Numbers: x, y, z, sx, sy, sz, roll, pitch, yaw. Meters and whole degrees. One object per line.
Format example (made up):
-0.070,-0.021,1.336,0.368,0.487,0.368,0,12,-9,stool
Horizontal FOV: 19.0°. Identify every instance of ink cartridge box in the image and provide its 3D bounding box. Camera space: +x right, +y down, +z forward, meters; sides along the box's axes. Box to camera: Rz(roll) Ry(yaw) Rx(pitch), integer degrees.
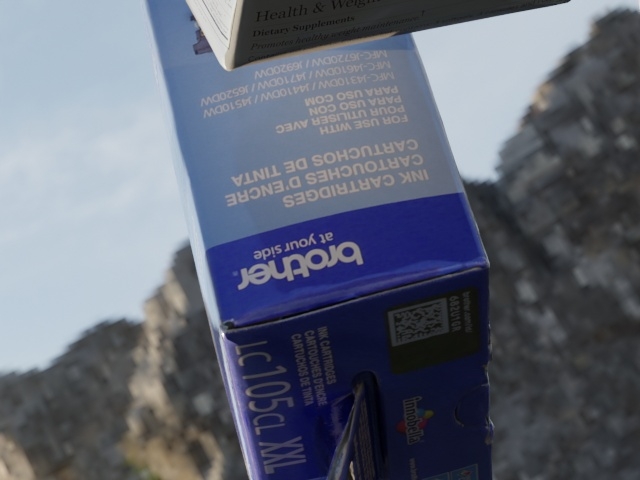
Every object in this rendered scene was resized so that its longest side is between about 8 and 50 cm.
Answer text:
0.000,0.000,1.121,0.151,0.395,0.270,-14,-36,-4,ink cartridge box

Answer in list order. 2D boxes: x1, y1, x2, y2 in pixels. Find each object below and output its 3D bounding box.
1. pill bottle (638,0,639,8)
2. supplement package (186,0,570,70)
0.458,-0.216,1.477,0.408,0.229,0.229,-8,-15,17,pill bottle
0.028,-0.214,0.880,0.194,0.149,0.203,-15,-35,-21,supplement package
